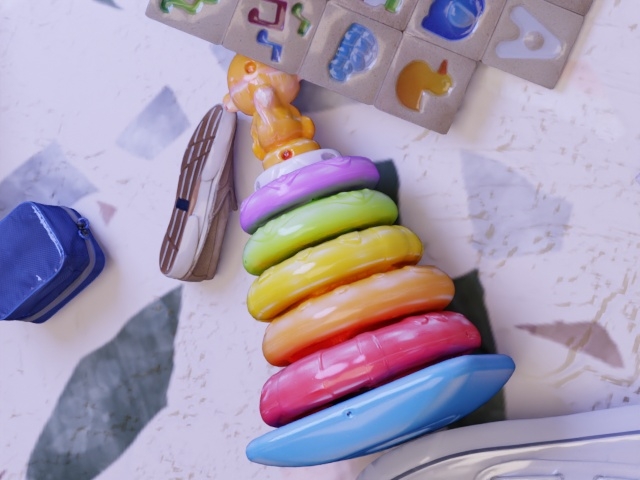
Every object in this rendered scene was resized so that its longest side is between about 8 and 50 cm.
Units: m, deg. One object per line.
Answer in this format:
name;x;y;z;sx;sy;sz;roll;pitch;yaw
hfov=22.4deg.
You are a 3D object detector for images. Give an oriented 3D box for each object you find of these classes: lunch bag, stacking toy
lunch bag;-0.213;0.015;1.231;0.098;0.065;0.067;-38;71;18
stacking toy;0.000;0.000;1.137;0.175;0.165;0.302;-25;79;16

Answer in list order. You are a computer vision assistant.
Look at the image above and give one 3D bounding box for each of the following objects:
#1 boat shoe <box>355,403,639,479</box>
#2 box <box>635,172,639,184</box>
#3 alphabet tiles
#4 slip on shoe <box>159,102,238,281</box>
boat shoe;0.145;0.178;1.125;0.258;0.095;0.084;-16;50;18
box;0.338;-0.138;1.044;0.067;0.063;0.324;43;111;8
alphabet tiles;0.038;-0.242;1.096;0.342;0.011;0.285;21;103;-7
slip on shoe;-0.081;-0.034;1.201;0.041;0.051;0.135;14;94;-27
